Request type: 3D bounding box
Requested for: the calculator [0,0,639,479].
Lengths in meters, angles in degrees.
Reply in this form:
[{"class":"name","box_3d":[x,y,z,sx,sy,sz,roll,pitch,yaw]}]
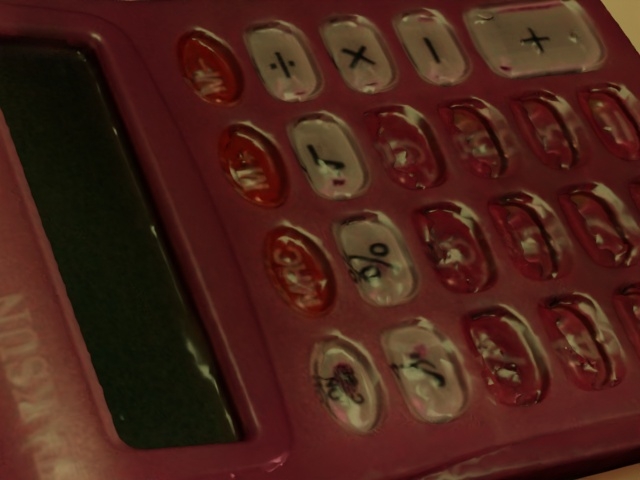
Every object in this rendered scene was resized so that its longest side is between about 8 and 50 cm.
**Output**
[{"class":"calculator","box_3d":[0.000,0.000,0.374,0.190,0.034,0.126,-7,56,-29]}]
